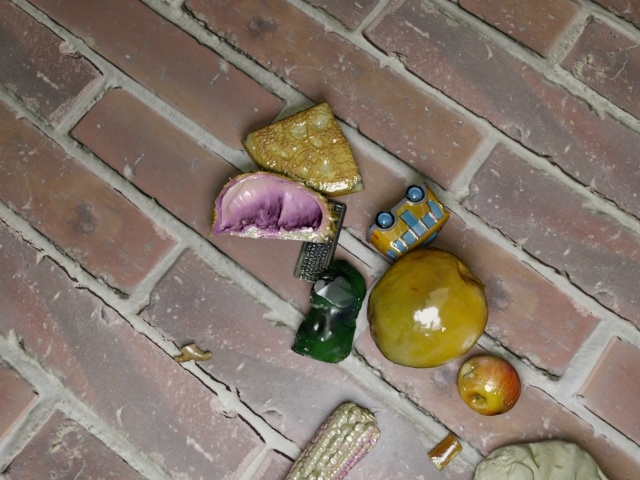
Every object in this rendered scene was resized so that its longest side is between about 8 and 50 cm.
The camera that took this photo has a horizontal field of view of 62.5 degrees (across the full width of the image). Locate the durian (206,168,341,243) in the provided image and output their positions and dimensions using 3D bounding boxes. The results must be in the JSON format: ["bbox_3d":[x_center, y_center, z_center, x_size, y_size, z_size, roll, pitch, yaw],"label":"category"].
[{"bbox_3d":[-0.116,-0.080,1.367,0.341,0.112,0.191,2,75,5],"label":"durian"}]

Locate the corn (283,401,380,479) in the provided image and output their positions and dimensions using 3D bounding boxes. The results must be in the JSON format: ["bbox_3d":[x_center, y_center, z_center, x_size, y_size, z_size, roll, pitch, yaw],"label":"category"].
[{"bbox_3d":[0.003,0.524,1.232,0.126,0.126,0.335,42,85,10],"label":"corn"}]

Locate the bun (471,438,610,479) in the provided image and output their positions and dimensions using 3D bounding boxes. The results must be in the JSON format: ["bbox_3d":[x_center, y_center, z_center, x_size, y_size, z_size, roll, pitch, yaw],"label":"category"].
[{"bbox_3d":[0.496,0.614,1.149,0.359,0.211,0.360,0,78,2],"label":"bun"}]

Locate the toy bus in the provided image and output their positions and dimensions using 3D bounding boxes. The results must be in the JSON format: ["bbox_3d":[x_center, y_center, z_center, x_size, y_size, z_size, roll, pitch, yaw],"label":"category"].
[{"bbox_3d":[0.228,-0.038,1.343,0.209,0.126,0.136,-41,76,-10],"label":"toy bus"}]

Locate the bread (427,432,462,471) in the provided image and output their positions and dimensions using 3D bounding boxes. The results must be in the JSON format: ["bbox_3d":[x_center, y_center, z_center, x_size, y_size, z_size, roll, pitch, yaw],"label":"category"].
[{"bbox_3d":[0.300,0.508,1.267,0.083,0.036,0.047,-40,71,-6],"label":"bread"}]

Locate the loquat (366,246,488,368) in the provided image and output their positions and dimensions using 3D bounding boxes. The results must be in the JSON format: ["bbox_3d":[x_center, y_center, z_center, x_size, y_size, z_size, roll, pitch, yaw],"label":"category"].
[{"bbox_3d":[0.246,0.160,1.240,0.284,0.276,0.276,-24,78,-2],"label":"loquat"}]

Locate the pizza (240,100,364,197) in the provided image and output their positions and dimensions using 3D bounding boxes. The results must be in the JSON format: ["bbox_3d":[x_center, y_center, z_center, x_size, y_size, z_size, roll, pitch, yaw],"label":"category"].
[{"bbox_3d":[-0.048,-0.209,1.414,0.268,0.087,0.258,-21,81,-3],"label":"pizza"}]

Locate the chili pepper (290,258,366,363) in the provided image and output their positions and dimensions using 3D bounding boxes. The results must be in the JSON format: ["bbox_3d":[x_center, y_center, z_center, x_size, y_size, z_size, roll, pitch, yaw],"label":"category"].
[{"bbox_3d":[0.036,0.173,1.307,0.148,0.116,0.264,21,79,3],"label":"chili pepper"}]

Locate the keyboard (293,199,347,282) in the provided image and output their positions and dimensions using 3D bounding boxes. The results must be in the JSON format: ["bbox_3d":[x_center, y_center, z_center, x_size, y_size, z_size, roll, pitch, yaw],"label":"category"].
[{"bbox_3d":[0.000,0.000,1.395,0.093,0.025,0.230,15,78,2],"label":"keyboard"}]

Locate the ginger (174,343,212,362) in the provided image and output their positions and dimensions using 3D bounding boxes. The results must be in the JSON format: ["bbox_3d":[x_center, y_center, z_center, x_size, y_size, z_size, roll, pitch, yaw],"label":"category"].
[{"bbox_3d":[-0.323,0.282,1.334,0.097,0.030,0.048,-6,105,2],"label":"ginger"}]

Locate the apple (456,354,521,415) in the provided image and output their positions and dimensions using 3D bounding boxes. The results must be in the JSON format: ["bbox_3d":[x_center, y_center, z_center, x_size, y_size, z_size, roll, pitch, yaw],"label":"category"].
[{"bbox_3d":[0.396,0.345,1.245,0.146,0.146,0.146,0,77,1],"label":"apple"}]
